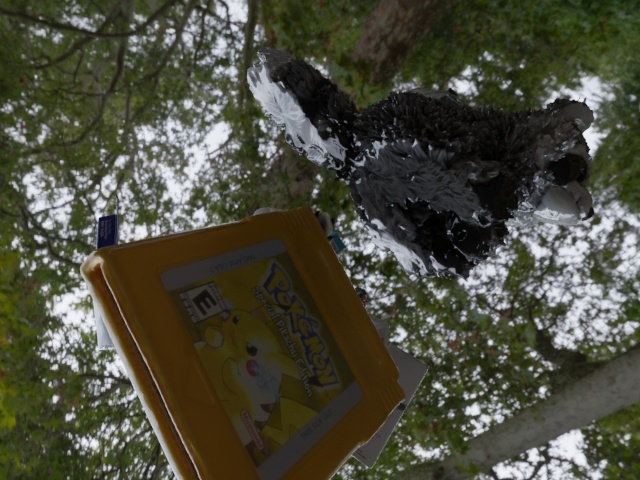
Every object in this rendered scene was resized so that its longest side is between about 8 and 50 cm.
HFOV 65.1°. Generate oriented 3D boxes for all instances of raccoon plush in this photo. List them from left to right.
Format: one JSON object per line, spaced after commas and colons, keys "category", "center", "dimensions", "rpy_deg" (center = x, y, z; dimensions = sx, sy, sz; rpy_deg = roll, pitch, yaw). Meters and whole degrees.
{"category": "raccoon plush", "center": [0.163, -0.164, 0.664], "dimensions": [0.299, 0.216, 0.446], "rpy_deg": [-40, -91, -31]}

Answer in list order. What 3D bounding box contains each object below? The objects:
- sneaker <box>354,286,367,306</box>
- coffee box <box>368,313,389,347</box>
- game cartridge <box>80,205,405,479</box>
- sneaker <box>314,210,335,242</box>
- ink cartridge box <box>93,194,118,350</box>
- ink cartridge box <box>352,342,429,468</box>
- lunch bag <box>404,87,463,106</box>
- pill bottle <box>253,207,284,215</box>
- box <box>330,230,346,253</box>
{"category": "sneaker", "center": [-0.006, 0.182, 1.217], "dimensions": [0.261, 0.104, 0.125], "rpy_deg": [-35, -125, -15]}
{"category": "coffee box", "center": [-0.037, 0.390, 1.525], "dimensions": [0.338, 0.335, 0.337], "rpy_deg": [-13, -158, -39]}
{"category": "game cartridge", "center": [-0.045, 0.107, 0.537], "dimensions": [0.323, 0.052, 0.286], "rpy_deg": [-19, -102, -54]}
{"category": "sneaker", "center": [0.000, 0.000, 1.239], "dimensions": [0.234, 0.153, 0.094], "rpy_deg": [17, -141, -52]}
{"category": "ink cartridge box", "center": [-0.420, 0.062, 0.989], "dimensions": [0.045, 0.224, 0.223], "rpy_deg": [0, -139, -21]}
{"category": "ink cartridge box", "center": [0.161, 0.432, 1.341], "dimensions": [0.121, 0.211, 0.289], "rpy_deg": [31, -101, 13]}
{"category": "lunch bag", "center": [0.223, -0.233, 1.215], "dimensions": [0.168, 0.287, 0.235], "rpy_deg": [28, -166, -16]}
{"category": "pill bottle", "center": [-0.090, 0.068, 0.694], "dimensions": [0.121, 0.121, 0.216], "rpy_deg": [24, -116, -6]}
{"category": "box", "center": [-0.015, 0.004, 1.596], "dimensions": [0.100, 0.244, 0.060], "rpy_deg": [-36, -69, -10]}
